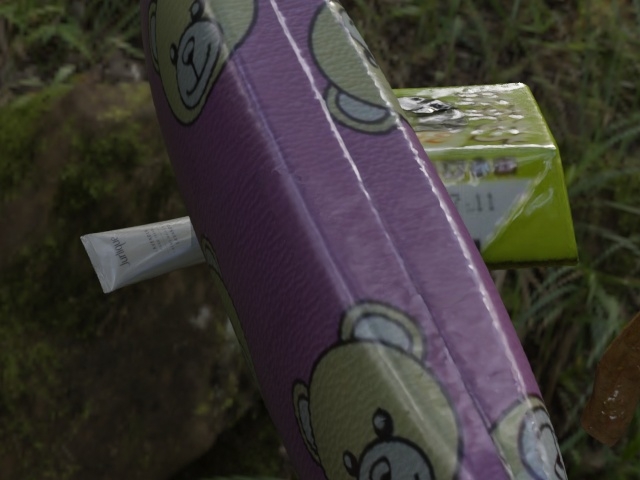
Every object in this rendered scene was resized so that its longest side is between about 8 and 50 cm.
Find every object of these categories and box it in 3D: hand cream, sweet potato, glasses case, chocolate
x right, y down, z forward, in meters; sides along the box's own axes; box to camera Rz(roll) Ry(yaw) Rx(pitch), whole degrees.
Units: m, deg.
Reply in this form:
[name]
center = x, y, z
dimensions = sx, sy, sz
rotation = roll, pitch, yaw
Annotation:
[hand cream]
center = -0.174, 0.006, 1.438
dimensions = 0.186, 0.054, 0.087
rotation = -14, 55, -24
[sweet potato]
center = 0.358, 0.088, 1.312
dimensions = 0.067, 0.281, 0.059
rotation = 31, 19, 4
[glasses case]
center = 0.000, 0.000, 0.455
dimensions = 0.076, 0.123, 0.316
rotation = -15, 58, -17
[chocolate]
center = 0.125, -0.076, 1.396
dimensions = 0.289, 0.137, 0.301
rotation = -2, 23, 2
